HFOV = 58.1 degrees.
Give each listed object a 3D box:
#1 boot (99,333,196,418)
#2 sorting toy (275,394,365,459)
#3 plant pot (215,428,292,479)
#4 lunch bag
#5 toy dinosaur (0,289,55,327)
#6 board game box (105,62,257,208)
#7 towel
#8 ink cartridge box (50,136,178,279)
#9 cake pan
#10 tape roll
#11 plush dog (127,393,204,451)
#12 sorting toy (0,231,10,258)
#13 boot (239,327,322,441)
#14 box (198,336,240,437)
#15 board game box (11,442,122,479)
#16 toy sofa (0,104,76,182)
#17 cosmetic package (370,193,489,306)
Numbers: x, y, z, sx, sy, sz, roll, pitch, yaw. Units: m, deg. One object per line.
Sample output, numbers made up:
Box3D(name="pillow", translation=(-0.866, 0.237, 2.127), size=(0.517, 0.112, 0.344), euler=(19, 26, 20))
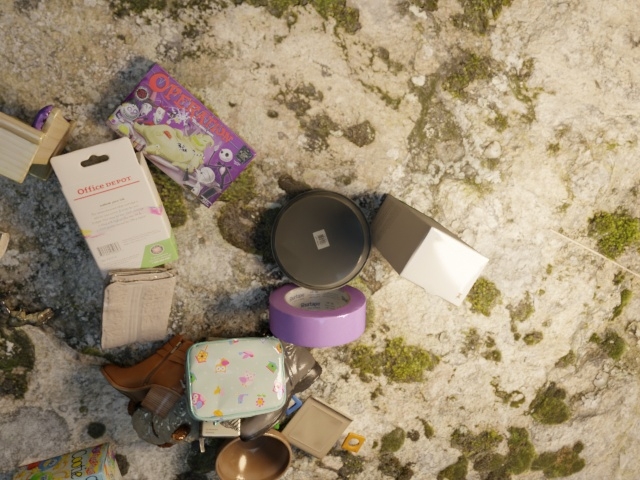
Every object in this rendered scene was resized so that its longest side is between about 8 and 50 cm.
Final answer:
Box3D(name="boot", translation=(-0.482, 0.355, 1.655), size=(0.220, 0.283, 0.109), euler=(-58, 142, -23))
Box3D(name="sorting toy", translation=(-0.015, 0.604, 1.878), size=(0.347, 0.047, 0.196), euler=(35, 101, -19))
Box3D(name="plant pot", translation=(-0.214, 0.655, 1.806), size=(0.237, 0.110, 0.238), euler=(-6, 118, -11))
Box3D(name="lunch bag", translation=(-0.238, 0.381, 1.574), size=(0.279, 0.108, 0.224), euler=(-2, 79, -20))
Box3D(name="toy dinosaur", translation=(-0.874, 0.191, 1.563), size=(0.267, 0.064, 0.118), euler=(-4, 114, -7))
Box3D(name="board game box", translation=(-0.365, -0.272, 1.536), size=(0.346, 0.056, 0.208), euler=(41, 91, -20))
Box3D(name="towel", translation=(-0.502, 0.190, 1.577), size=(0.187, 0.049, 0.282), euler=(-4, 132, -27))
Box3D(name="ink cartridge box", translation=(-0.524, -0.094, 1.491), size=(0.207, 0.119, 0.354), euler=(-17, 119, -7))
Box3D(name="cake pan", translation=(0.000, 0.000, 1.635), size=(0.292, 0.054, 0.294), euler=(0, 90, 4))
Box3D(name="tape roll", translation=(-0.009, 0.202, 1.633), size=(0.274, 0.275, 0.090), euler=(-3, 108, -11))
Box3D(name="plush dog", translation=(-0.453, 0.535, 1.705), size=(0.225, 0.211, 0.263), euler=(-18, 110, 22))
Box3D(name="sorting toy", translation=(-0.868, 0.001, 1.517), size=(0.075, 0.045, 0.083), euler=(22, 102, -10))
Box3D(name="boot", translation=(-0.167, 0.406, 1.717), size=(0.338, 0.118, 0.223), euler=(-44, 112, -30))
Box3D(name="box", translation=(-0.285, 0.424, 1.661), size=(0.113, 0.094, 0.275), euler=(4, 68, -15))
Box3D(name="board game box", translation=(-0.753, 0.733, 1.708), size=(0.275, 0.142, 0.145), euler=(-13, 109, -8))
Box3D(name="toy sofa", translation=(-0.681, -0.241, 1.309), size=(0.150, 0.362, 0.177), euler=(26, 89, -18))
Box3D(name="cosmetic package", translation=(0.276, 0.016, 1.588), size=(0.196, 0.365, 0.155), euler=(28, 99, -19))
